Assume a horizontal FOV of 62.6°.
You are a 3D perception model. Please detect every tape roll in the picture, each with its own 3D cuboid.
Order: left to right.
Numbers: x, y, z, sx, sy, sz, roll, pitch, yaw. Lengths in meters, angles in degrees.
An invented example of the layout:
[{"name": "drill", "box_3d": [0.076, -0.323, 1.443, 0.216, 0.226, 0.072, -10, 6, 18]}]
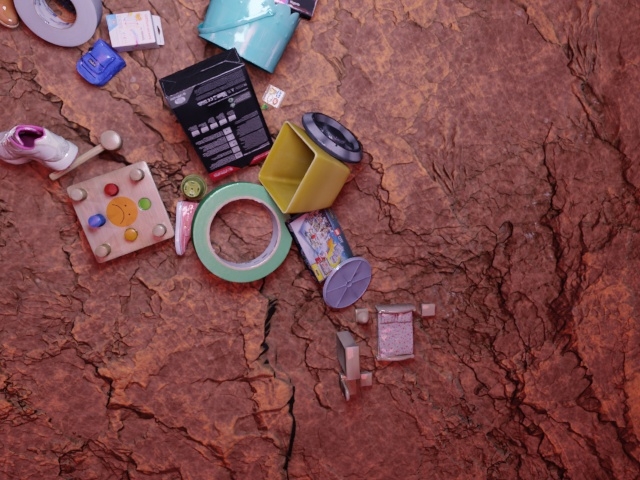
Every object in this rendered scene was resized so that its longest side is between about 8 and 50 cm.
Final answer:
[{"name": "tape roll", "box_3d": [-0.735, -0.666, 1.482, 0.219, 0.072, 0.219, -1, 138, -1]}, {"name": "tape roll", "box_3d": [-0.252, -0.028, 1.696, 0.321, 0.077, 0.321, -4, 101, -19]}]

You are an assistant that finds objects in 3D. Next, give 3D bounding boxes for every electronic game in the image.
[{"name": "electronic game", "box_3d": [0.039, -0.323, 1.649, 0.229, 0.229, 0.048, 33, 120, -13]}]

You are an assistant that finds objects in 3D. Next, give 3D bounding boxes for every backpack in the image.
[{"name": "backpack", "box_3d": [-0.663, -0.526, 1.564, 0.120, 0.101, 0.098, -43, 96, 4]}]

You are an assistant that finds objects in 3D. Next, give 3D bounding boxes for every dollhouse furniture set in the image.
[{"name": "dollhouse furniture set", "box_3d": [0.246, 0.393, 1.826, 0.355, 0.174, 0.303, -4, 101, -8]}]

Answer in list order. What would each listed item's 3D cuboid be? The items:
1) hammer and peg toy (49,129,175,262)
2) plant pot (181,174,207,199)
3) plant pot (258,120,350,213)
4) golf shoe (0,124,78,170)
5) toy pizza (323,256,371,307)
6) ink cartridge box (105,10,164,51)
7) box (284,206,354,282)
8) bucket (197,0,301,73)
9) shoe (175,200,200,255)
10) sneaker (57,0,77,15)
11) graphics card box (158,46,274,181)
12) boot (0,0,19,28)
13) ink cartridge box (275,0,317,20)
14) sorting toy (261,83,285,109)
[{"name": "hammer and peg toy", "box_3d": [-0.638, -0.136, 1.622, 0.266, 0.127, 0.361, -21, 99, -5]}, {"name": "plant pot", "box_3d": [-0.405, -0.167, 1.676, 0.083, 0.079, 0.083, -2, 100, -9]}, {"name": "plant pot", "box_3d": [-0.037, -0.212, 1.638, 0.187, 0.212, 0.212, 9, 122, -40]}, {"name": "golf shoe", "box_3d": [-0.851, -0.288, 1.512, 0.306, 0.140, 0.115, 8, 68, 18]}, {"name": "toy pizza", "box_3d": [0.088, 0.141, 1.795, 0.201, 0.032, 0.201, -20, 128, -27]}, {"name": "ink cartridge box", "box_3d": [-0.547, -0.623, 1.568, 0.143, 0.090, 0.092, -10, 101, -6]}, {"name": "box", "box_3d": [0.000, 0.000, 1.745, 0.159, 0.044, 0.233, -34, 112, -23]}, {"name": "bucket", "box_3d": [-0.211, -0.624, 1.535, 0.281, 0.281, 0.183, 24, 101, -12]}, {"name": "shoe", "box_3d": [-0.423, -0.038, 1.702, 0.081, 0.063, 0.178, 3, 94, -5]}, {"name": "sneaker", "box_3d": [-0.747, -0.738, 1.522, 0.221, 0.087, 0.083, 29, 130, -28]}, {"name": "graphics card box", "box_3d": [-0.286, -0.354, 1.541, 0.233, 0.371, 0.094, -25, 60, -3]}, {"name": "boot", "box_3d": [-0.884, -0.714, 1.469, 0.152, 0.073, 0.197, -15, 103, 39]}, {"name": "ink cartridge box", "box_3d": [-0.056, -0.883, 1.592, 0.176, 0.069, 0.371, 16, 95, -11]}, {"name": "sorting toy", "box_3d": [-0.156, -0.453, 1.698, 0.062, 0.012, 0.083, 27, 95, -13]}]
